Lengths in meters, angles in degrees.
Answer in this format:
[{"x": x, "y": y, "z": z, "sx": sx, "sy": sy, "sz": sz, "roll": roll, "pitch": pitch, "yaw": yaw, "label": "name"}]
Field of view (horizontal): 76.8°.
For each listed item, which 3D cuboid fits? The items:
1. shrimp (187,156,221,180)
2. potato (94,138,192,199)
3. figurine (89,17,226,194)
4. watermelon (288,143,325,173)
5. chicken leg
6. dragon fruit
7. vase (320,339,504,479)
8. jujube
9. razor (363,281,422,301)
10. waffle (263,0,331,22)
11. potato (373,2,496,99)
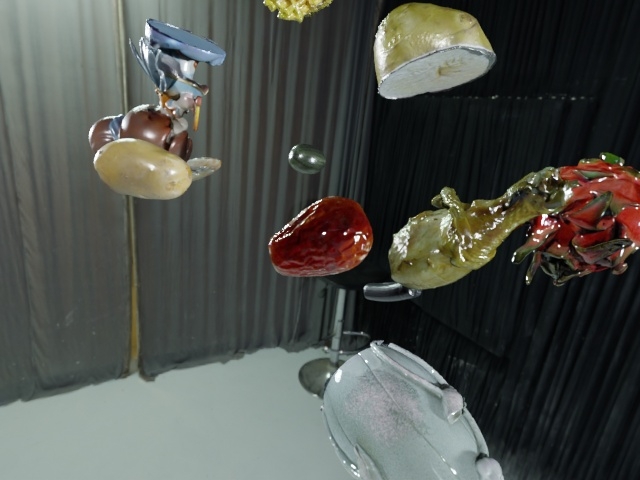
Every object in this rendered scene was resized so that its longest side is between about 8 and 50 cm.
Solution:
[{"x": -0.473, "y": -0.227, "z": 1.320, "sx": 0.317, "sy": 0.062, "sz": 0.164, "roll": -16, "pitch": -7, "yaw": -31, "label": "shrimp"}, {"x": -0.335, "y": -0.135, "z": 0.777, "sx": 0.178, "sy": 0.118, "sz": 0.109, "roll": 12, "pitch": 46, "yaw": 4, "label": "potato"}, {"x": -0.406, "y": -0.319, "z": 1.001, "sx": 0.248, "sy": 0.388, "sz": 0.276, "roll": 4, "pitch": 35, "yaw": -37, "label": "figurine"}, {"x": -0.032, "y": -0.207, "z": 1.032, "sx": 0.078, "sy": 0.078, "sz": 0.111, "roll": 21, "pitch": 15, "yaw": 39, "label": "watermelon"}, {"x": 0.178, "y": -0.020, "z": 0.483, "sx": 0.088, "sy": 0.228, "sz": 0.103, "roll": 43, "pitch": 26, "yaw": -15, "label": "chicken leg"}, {"x": 0.447, "y": -0.024, "z": 0.696, "sx": 0.192, "sy": 0.274, "sz": 0.193, "roll": 31, "pitch": -3, "yaw": 44, "label": "dragon fruit"}, {"x": 0.197, "y": 0.391, "z": 0.702, "sx": 0.250, "sy": 0.250, "sz": 0.445, "roll": -6, "pitch": 32, "yaw": -34, "label": "vase"}, {"x": 0.000, "y": 0.000, "z": 1.000, "sx": 0.255, "sy": 0.190, "sz": 0.190, "roll": -20, "pitch": 19, "yaw": 0, "label": "jujube"}, {"x": 0.192, "y": 0.136, "z": 1.089, "sx": 0.148, "sy": 0.054, "sz": 0.090, "roll": -11, "pitch": -10, "yaw": 38, "label": "razor"}, {"x": -0.027, "y": -0.726, "z": 1.031, "sx": 0.312, "sy": 0.307, "sz": 0.060, "roll": -9, "pitch": 23, "yaw": -20, "label": "waffle"}, {"x": 0.283, "y": -0.509, "z": 1.040, "sx": 0.300, "sy": 0.196, "sz": 0.246, "roll": -8, "pitch": -3, "yaw": 9, "label": "potato"}]
